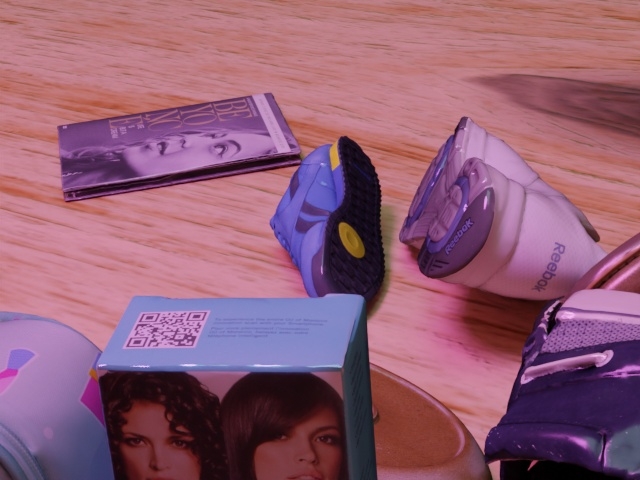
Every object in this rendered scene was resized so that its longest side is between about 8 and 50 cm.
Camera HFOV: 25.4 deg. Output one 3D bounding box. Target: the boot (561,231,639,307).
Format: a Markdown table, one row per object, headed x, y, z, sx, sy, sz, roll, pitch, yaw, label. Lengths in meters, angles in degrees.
| x | y | z | sx | sy | sz | roll | pitch | yaw | label |
| --- | --- | --- | --- | --- | --- | --- | --- | --- | --- |
| 0.313 | 0.036 | 0.935 | 0.305 | 0.112 | 0.115 | -13 | 48 | -6 | boot |

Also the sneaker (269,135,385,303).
| x | y | z | sx | sy | sz | roll | pitch | yaw | label |
| --- | --- | --- | --- | --- | --- | --- | --- | --- | --- |
| 0.000 | 0.000 | 1.116 | 0.082 | 0.069 | 0.209 | -32 | 28 | 22 | sneaker |

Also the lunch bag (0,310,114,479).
| x | y | z | sx | sy | sz | roll | pitch | yaw | label |
| --- | --- | --- | --- | --- | --- | --- | --- | --- | --- |
| -0.204 | 0.149 | 0.669 | 0.279 | 0.224 | 0.108 | -1 | 25 | 21 | lunch bag |

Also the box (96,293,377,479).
| x | y | z | sx | sy | sz | roll | pitch | yaw | label |
| --- | --- | --- | --- | --- | --- | --- | --- | --- | --- |
| -0.025 | 0.143 | 0.610 | 0.100 | 0.244 | 0.060 | -1 | 26 | 10 | box |

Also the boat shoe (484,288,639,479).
| x | y | z | sx | sy | sz | roll | pitch | yaw | label |
| --- | --- | --- | --- | --- | --- | --- | --- | --- | --- |
| 0.253 | 0.120 | 0.768 | 0.340 | 0.127 | 0.158 | 2 | 33 | 32 | boat shoe |

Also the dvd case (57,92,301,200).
| x | y | z | sx | sy | sz | roll | pitch | yaw | label |
| --- | --- | --- | --- | --- | --- | --- | --- | --- | --- |
| -0.140 | -0.094 | 1.366 | 0.221 | 0.018 | 0.164 | -9 | 26 | -8 | dvd case |

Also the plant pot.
| x | y | z | sx | sy | sz | roll | pitch | yaw | label |
| --- | --- | --- | --- | --- | --- | --- | --- | --- | --- |
| -0.007 | 0.101 | 0.823 | 0.236 | 0.032 | 0.236 | 17 | 13 | -4 | plant pot |

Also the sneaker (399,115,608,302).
| x | y | z | sx | sy | sz | roll | pitch | yaw | label |
| --- | --- | --- | --- | --- | --- | --- | --- | --- | --- |
| 0.137 | -0.010 | 1.072 | 0.129 | 0.111 | 0.297 | 25 | 15 | -7 | sneaker |
